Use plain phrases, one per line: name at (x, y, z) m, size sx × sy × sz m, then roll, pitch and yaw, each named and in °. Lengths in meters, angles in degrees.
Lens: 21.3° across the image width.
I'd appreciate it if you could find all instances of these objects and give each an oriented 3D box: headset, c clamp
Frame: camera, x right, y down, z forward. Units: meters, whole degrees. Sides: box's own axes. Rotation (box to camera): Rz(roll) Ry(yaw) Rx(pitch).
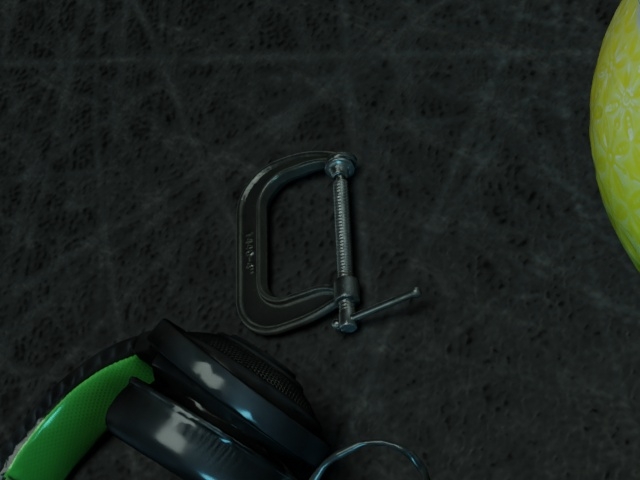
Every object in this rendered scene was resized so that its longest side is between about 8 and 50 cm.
headset at (-0.062, 0.177, 1.010) m, size 0.394 × 0.185 × 0.243 m, roll -9°, pitch 51°, yaw 47°
c clamp at (0.000, 0.000, 1.138) m, size 0.137 × 0.022 × 0.160 m, roll -26°, pitch 51°, yaw 23°

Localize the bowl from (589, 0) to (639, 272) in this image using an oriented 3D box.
bowl at (0.253, -0.111, 0.911) m, size 0.289 × 0.156 × 0.289 m, roll -26°, pitch 39°, yaw 23°
